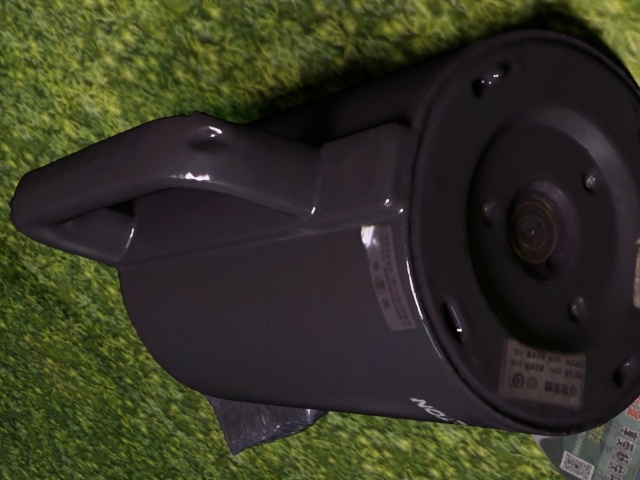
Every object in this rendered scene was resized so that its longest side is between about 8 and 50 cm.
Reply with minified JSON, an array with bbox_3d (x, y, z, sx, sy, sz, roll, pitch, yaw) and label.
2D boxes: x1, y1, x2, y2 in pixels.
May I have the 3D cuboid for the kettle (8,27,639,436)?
[{"bbox_3d":[0.005,0.014,0.808,0.308,0.262,0.203,-7,99,52],"label":"kettle"}]

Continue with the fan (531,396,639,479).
[{"bbox_3d":[0.196,0.137,0.987,0.294,0.012,0.223,6,136,42],"label":"fan"}]

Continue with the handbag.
[{"bbox_3d":[-0.057,0.066,1.095,0.175,0.088,0.270,52,153,-1],"label":"handbag"}]
